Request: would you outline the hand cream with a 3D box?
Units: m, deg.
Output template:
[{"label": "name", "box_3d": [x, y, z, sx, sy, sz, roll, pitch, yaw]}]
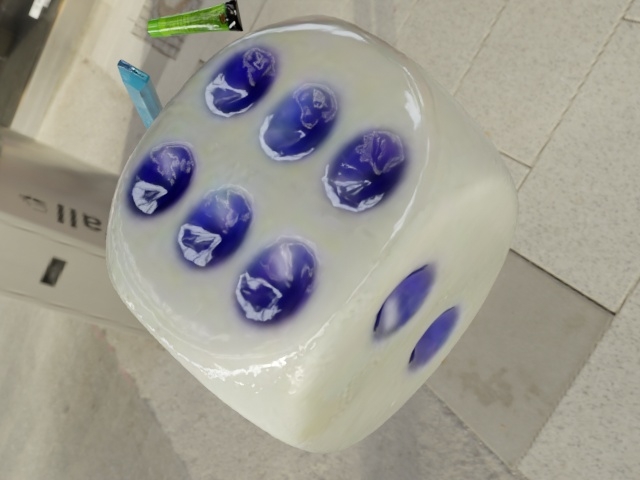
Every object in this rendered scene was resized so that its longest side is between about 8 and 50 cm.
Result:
[{"label": "hand cream", "box_3d": [-0.147, -0.255, 0.812, 0.121, 0.023, 0.036, 0, 113, 24]}]

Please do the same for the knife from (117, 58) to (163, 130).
[{"label": "knife", "box_3d": [-0.177, -0.137, 0.741, 0.026, 0.044, 0.296, -55, 4, -8]}]

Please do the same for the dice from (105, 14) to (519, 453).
[{"label": "dice", "box_3d": [0.000, 0.000, 0.673, 0.277, 0.304, 0.304, 39, 87, 29]}]
